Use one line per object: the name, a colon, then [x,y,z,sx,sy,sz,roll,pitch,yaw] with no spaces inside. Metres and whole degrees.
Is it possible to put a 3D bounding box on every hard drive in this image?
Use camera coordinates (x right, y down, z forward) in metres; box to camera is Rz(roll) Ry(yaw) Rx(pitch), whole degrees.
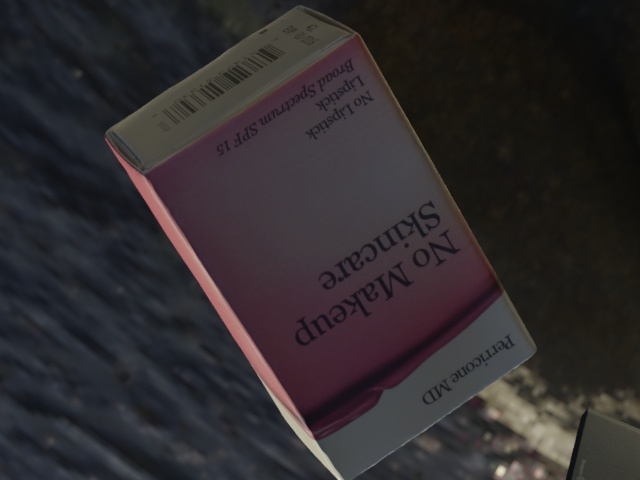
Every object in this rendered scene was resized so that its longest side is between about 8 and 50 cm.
hard drive: [0.294,0.220,1.692,0.135,0.094,0.022,22,144,-3]

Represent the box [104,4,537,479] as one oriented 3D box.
box: [0.000,0.000,1.100,0.232,0.149,0.127,58,173,-21]
